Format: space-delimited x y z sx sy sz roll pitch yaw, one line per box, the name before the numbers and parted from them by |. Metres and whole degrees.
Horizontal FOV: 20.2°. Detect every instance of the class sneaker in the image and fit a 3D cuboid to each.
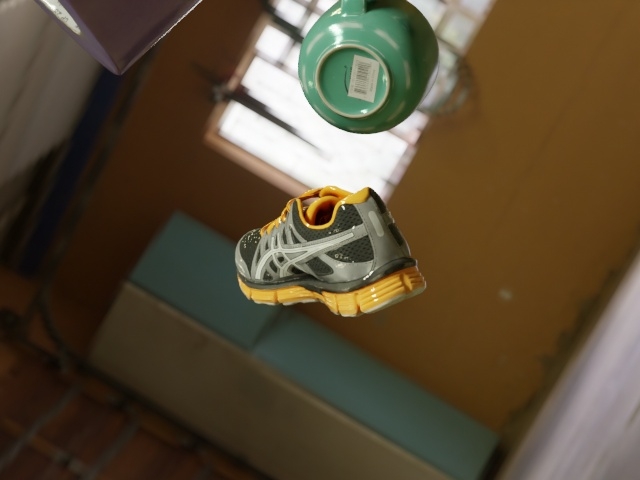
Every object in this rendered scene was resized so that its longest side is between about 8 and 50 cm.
sneaker | 0.000 0.000 1.300 0.084 0.083 0.215 -25 14 -29

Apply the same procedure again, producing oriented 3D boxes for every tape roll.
tape roll | -0.145 -0.184 0.970 0.080 0.189 0.189 -45 -5 -5

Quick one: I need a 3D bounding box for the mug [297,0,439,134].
mug | 0.035 -0.179 1.741 0.129 0.158 0.097 -33 10 26
